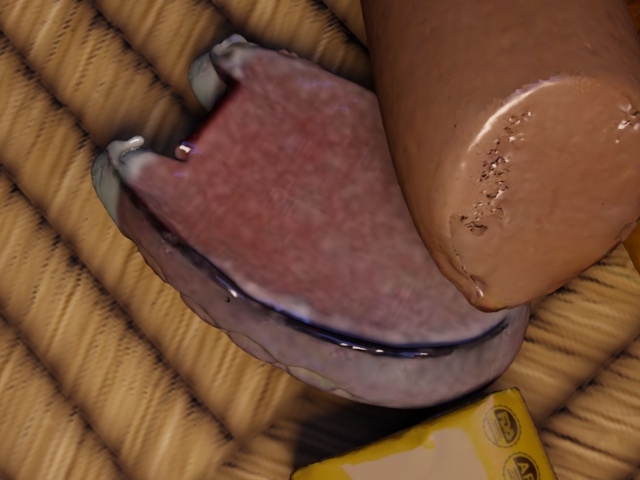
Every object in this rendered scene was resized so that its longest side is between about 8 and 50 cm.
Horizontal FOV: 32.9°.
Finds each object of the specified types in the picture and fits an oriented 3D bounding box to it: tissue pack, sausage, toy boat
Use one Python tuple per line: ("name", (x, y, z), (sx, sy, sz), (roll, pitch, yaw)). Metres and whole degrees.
("tissue pack", (0.066, 0.168, 0.507), (0.120, 0.082, 0.169), (-19, 79, -9))
("sausage", (0.083, -0.102, 0.514), (0.123, 0.123, 0.253), (-3, 54, -6))
("toy boat", (0.000, 0.000, 0.553), (0.227, 0.085, 0.155), (33, 57, 11))

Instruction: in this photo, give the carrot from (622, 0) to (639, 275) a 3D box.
("carrot", (0.186, -0.123, 0.577), (0.114, 0.114, 0.302), (-3, 73, -6))
